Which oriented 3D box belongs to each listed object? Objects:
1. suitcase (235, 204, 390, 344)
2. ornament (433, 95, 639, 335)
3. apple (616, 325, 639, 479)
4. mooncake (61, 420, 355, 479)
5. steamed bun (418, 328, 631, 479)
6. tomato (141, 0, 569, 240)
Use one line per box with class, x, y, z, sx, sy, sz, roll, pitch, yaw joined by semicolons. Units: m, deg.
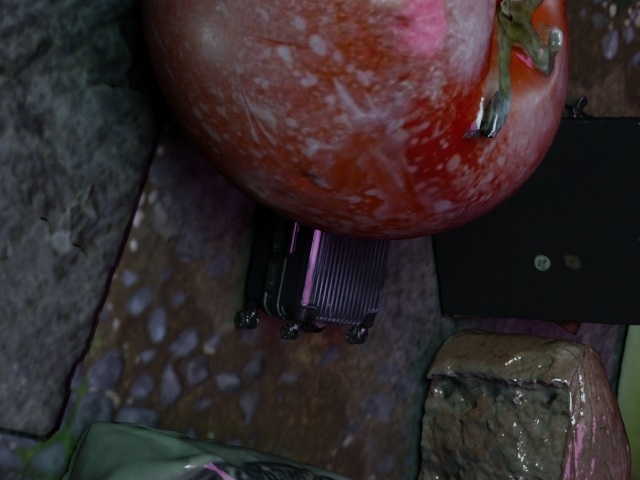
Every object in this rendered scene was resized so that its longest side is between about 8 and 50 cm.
suitcase;0.000;0.000;1.198;0.086;0.059;0.126;7;94;-48
ornament;0.180;-0.044;1.364;0.196;0.153;0.166;-49;137;-57
apple;0.399;0.076;1.613;0.320;0.311;0.360;21;82;-2
mooncake;-0.070;0.247;1.140;0.254;0.136;0.250;24;80;-47
steamed bun;0.141;0.150;1.325;0.106;0.144;0.175;-18;110;-40
tomato;0.019;-0.135;1.054;0.270;0.227;0.270;5;90;-65
